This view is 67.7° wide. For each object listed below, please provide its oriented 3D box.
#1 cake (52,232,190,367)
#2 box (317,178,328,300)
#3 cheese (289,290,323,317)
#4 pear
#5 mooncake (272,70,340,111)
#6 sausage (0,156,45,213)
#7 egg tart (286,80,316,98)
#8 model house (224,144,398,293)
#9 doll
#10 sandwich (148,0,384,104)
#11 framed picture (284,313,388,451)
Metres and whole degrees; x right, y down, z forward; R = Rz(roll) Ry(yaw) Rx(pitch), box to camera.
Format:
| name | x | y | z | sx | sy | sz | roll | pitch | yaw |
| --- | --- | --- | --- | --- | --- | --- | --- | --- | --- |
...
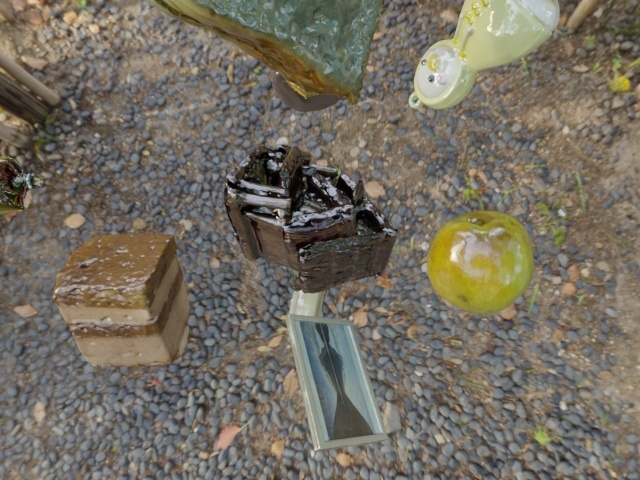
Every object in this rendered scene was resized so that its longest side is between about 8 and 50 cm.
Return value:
| name | x | y | z | sx | sy | sz | roll | pitch | yaw |
| --- | --- | --- | --- | --- | --- | --- | --- | --- | --- |
| cake | -0.399 | 0.146 | 1.021 | 0.198 | 0.293 | 0.196 | -3 | 35 | 2 |
| box | 0.000 | -0.001 | 1.427 | 0.047 | 0.180 | 0.325 | 1 | 62 | -3 |
| cheese | -0.026 | 0.126 | 1.228 | 0.071 | 0.163 | 0.249 | 12 | 86 | 7 |
| pear | 0.297 | 0.036 | 0.886 | 0.200 | 0.200 | 0.200 | 0 | 79 | 2 |
| mooncake | -0.025 | -0.515 | 1.461 | 0.245 | 0.245 | 0.133 | -3 | 56 | 2 |
| sausage | -0.730 | -0.099 | 0.973 | 0.317 | 0.117 | 0.125 | -13 | 70 | -8 |
| egg tart | -0.053 | -0.442 | 1.339 | 0.130 | 0.130 | 0.052 | 38 | 93 | 8 |
| model house | 0.018 | -0.058 | 0.916 | 0.282 | 0.317 | 0.297 | 20 | 60 | 13 |
| doll | 0.236 | -0.300 | 0.714 | 0.296 | 0.117 | 0.141 | -38 | 61 | 37 |
| sandwich | -0.018 | -0.322 | 0.456 | 0.099 | 0.271 | 0.301 | 27 | 102 | 38 |
| framed picture | 0.024 | 0.213 | 0.739 | 0.015 | 0.150 | 0.203 | -38 | 53 | 33 |
